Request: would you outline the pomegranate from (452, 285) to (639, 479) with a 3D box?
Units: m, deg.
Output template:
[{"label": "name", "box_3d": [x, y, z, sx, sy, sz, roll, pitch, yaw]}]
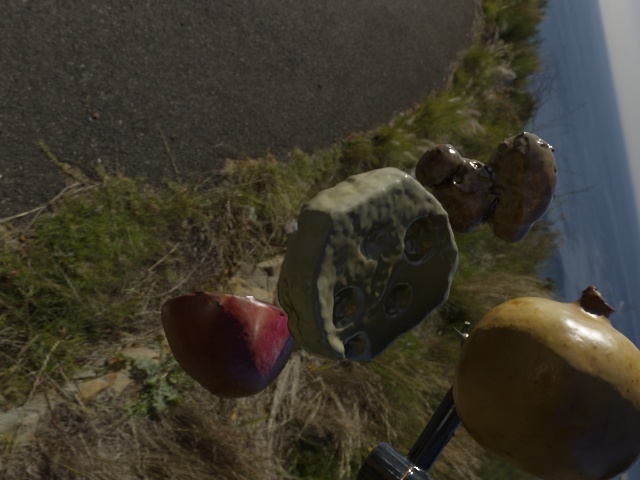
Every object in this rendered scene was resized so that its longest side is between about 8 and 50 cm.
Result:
[{"label": "pomegranate", "box_3d": [0.347, 0.229, 0.803, 0.307, 0.307, 0.307, 23, 62, -54]}]

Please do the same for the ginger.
[{"label": "ginger", "box_3d": [0.362, -0.116, 1.161, 0.155, 0.304, 0.244, -97, -175, -70]}]

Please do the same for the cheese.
[{"label": "cheese", "box_3d": [0.084, 0.046, 0.835, 0.326, 0.115, 0.318, 23, 91, -37]}]

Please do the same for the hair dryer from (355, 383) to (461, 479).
[{"label": "hair dryer", "box_3d": [0.248, 0.395, 1.033, 0.352, 0.189, 0.107, -50, 149, -15]}]

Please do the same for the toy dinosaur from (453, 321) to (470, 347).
[{"label": "toy dinosaur", "box_3d": [0.432, 0.308, 1.565, 0.162, 0.039, 0.126, 0, 108, -37]}]

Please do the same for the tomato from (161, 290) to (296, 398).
[{"label": "tomato", "box_3d": [-0.185, 0.228, 1.050, 0.309, 0.309, 0.170, 35, 51, -49]}]
